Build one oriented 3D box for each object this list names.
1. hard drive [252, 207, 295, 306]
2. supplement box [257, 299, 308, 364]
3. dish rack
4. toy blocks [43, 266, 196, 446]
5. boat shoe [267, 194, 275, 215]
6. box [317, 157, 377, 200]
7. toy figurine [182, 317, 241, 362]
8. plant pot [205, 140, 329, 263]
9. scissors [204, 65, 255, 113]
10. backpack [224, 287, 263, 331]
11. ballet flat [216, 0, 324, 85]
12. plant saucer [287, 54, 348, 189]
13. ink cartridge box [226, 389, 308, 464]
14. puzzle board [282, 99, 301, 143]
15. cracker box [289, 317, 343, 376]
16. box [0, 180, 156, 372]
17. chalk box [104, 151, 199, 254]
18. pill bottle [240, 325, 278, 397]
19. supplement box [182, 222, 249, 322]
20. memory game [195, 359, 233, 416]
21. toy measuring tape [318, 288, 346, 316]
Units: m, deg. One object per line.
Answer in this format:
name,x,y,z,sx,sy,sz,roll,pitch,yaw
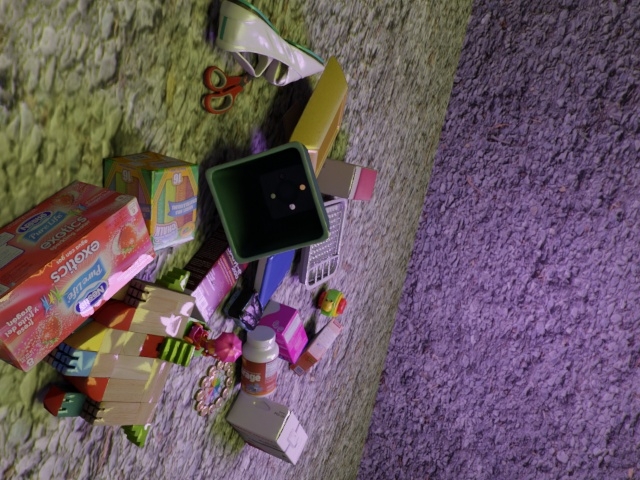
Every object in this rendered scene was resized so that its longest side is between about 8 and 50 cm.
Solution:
hard drive,-0.135,0.066,1.559,0.210,0.040,0.318,-55,170,-37
supplement box,-0.132,0.323,1.778,0.114,0.111,0.220,-57,151,-33
dish rack,0.000,0.000,1.914,0.286,0.073,0.332,-22,125,-61
toy blocks,-0.422,0.215,1.020,0.261,0.191,0.381,28,78,-55
boat shoe,-0.170,-0.070,1.502,0.076,0.083,0.226,11,91,-44
box,0.097,-0.225,1.884,0.232,0.149,0.126,-6,111,-64
toy figurine,-0.281,0.284,1.356,0.130,0.159,0.173,-60,154,-30
plant pot,-0.112,-0.113,1.325,0.252,0.248,0.246,-61,134,-75
scissors,-0.201,-0.390,1.276,0.297,0.021,0.108,-40,131,-57
backpack,-0.227,0.209,1.522,0.105,0.084,0.114,-59,148,-29
ballet flat,-0.127,-0.464,1.268,0.400,0.139,0.139,3,102,-63
plant saucer,-0.005,-0.326,1.539,0.333,0.081,0.332,102,12,-72
ink cartridge box,-0.181,0.651,1.760,0.117,0.207,0.283,-61,153,-31
puzzle board,-0.084,-0.355,1.570,0.096,0.011,0.128,-58,153,-35
cracker box,-0.015,0.438,2.084,0.155,0.067,0.232,-50,177,41
box,-0.445,0.044,0.844,0.300,0.154,0.142,-53,150,-42
chalk box,-0.343,-0.058,1.028,0.132,0.132,0.212,-29,130,-58
pill bottle,-0.200,0.395,1.661,0.121,0.121,0.216,-34,134,-57
supplement box,-0.280,0.081,1.337,0.239,0.073,0.130,-59,152,-34
memory game,-0.323,0.452,1.557,0.186,0.012,0.186,-46,145,-47
toy measuring tape,0.065,0.267,2.201,0.330,0.122,0.121,21,85,-76
